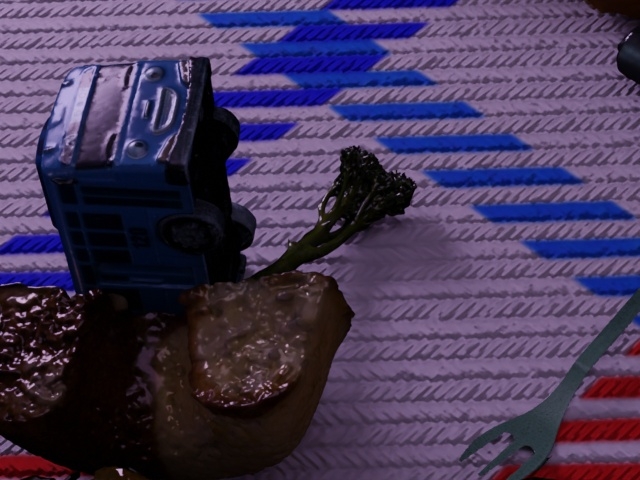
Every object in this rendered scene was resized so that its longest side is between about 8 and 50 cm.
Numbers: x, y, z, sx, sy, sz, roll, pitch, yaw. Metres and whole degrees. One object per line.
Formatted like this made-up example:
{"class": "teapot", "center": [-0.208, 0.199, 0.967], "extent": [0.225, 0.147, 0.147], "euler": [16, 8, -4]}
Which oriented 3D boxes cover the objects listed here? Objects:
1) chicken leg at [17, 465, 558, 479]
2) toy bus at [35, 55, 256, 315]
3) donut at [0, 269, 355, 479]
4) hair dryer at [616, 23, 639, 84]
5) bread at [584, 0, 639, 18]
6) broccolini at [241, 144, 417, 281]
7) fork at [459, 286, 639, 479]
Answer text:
{"class": "chicken leg", "center": [-0.045, 0.193, 0.958], "extent": [0.361, 0.140, 0.211], "euler": [-1, 43, 6]}
{"class": "toy bus", "center": [-0.097, -0.015, 1.098], "extent": [0.106, 0.185, 0.090], "euler": [4, 51, 8]}
{"class": "donut", "center": [-0.082, 0.079, 1.053], "extent": [0.217, 0.141, 0.085], "euler": [-6, 60, 20]}
{"class": "hair dryer", "center": [0.333, -0.088, 1.200], "extent": [0.244, 0.116, 0.302], "euler": [-33, 50, -25]}
{"class": "bread", "center": [0.245, -0.222, 1.283], "extent": [0.190, 0.132, 0.114], "euler": [-18, 54, -9]}
{"class": "broccolini", "center": [-0.003, 0.004, 1.142], "extent": [0.054, 0.052, 0.194], "euler": [40, 39, 2]}
{"class": "fork", "center": [0.164, 0.065, 1.128], "extent": [0.039, 0.021, 0.235], "euler": [35, 59, 22]}
